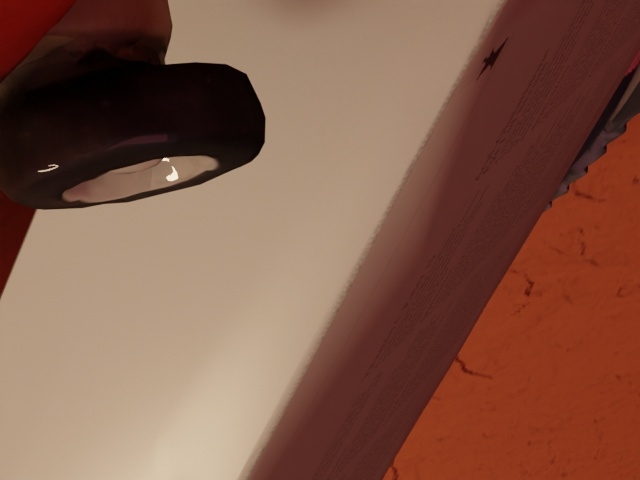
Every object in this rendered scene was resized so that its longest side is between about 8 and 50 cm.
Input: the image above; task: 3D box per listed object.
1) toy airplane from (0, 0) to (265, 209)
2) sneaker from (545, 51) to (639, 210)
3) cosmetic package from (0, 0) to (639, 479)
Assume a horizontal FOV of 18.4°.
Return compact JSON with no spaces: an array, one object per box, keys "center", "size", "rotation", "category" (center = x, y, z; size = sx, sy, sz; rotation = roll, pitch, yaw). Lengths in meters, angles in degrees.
[{"center":[-0.235,-0.036,0.419],"size":[0.272,0.386,0.384],"rotation":[0,120,-61],"category":"toy airplane"},{"center":[0.091,-0.125,0.781],"size":[0.131,0.112,0.319],"rotation":[27,116,-24],"category":"sneaker"},{"center":[0.000,0.000,0.657],"size":[0.284,0.097,0.377],"rotation":[-44,165,-56],"category":"cosmetic package"}]
